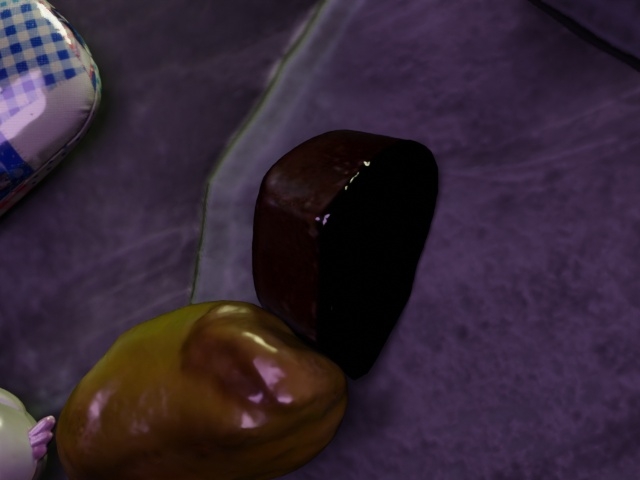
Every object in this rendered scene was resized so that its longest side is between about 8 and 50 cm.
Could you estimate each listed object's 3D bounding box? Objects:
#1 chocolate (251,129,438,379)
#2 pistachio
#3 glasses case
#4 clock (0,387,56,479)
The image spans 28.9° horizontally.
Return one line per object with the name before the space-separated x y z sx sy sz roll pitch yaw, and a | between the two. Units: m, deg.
chocolate | 0.000 0.000 0.749 0.080 0.125 0.149 17 89 32
pistachio | -0.066 0.099 0.747 0.189 0.110 0.100 -21 47 20
glasses case | -0.290 -0.038 0.835 0.327 0.076 0.125 -39 76 5
clock | -0.249 0.171 0.779 0.144 0.103 0.231 13 83 23
